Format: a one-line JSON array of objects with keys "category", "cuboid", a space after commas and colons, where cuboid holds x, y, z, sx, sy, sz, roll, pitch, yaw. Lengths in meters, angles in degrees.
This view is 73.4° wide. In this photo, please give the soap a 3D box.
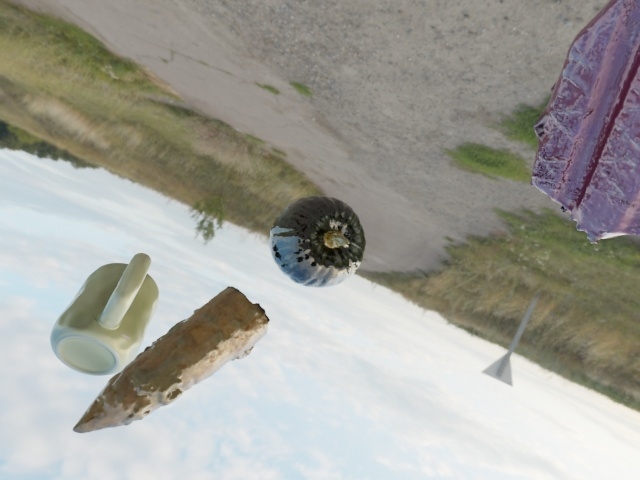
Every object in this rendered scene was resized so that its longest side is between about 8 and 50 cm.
[{"category": "soap", "cuboid": [0.361, -0.140, 0.453, 0.220, 0.127, 0.325, 54, 165, 36]}]

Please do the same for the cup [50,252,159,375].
[{"category": "cup", "cuboid": [-0.428, 0.156, 0.925, 0.173, 0.255, 0.202, 54, -158, -30]}]

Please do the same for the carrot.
[{"category": "carrot", "cuboid": [-0.190, 0.159, 0.563, 0.102, 0.263, 0.102, 29, 137, 32]}]

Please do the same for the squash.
[{"category": "squash", "cuboid": [-0.003, 0.000, 0.840, 0.193, 0.193, 0.156, 24, 164, -1]}]
